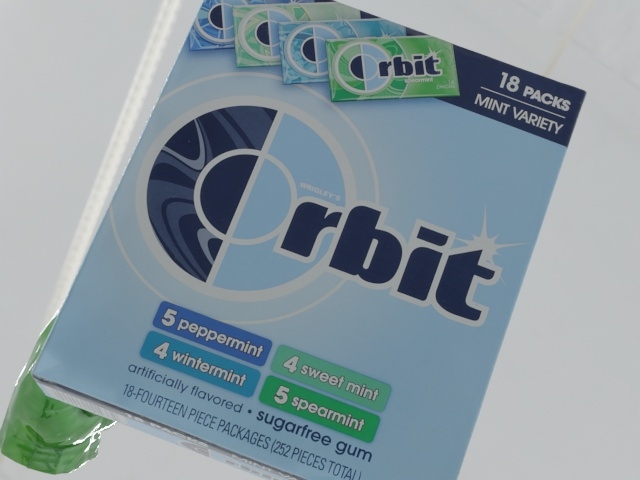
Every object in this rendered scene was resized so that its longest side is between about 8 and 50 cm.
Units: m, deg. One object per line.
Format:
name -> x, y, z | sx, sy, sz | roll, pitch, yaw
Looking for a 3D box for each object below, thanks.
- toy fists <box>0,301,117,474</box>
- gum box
toy fists -> -0.160, 0.089, 1.080 | 0.096, 0.142, 0.279 | 27, -160, 13
gum box -> 0.000, 0.000, 0.498 | 0.157, 0.041, 0.184 | 20, -108, 3
